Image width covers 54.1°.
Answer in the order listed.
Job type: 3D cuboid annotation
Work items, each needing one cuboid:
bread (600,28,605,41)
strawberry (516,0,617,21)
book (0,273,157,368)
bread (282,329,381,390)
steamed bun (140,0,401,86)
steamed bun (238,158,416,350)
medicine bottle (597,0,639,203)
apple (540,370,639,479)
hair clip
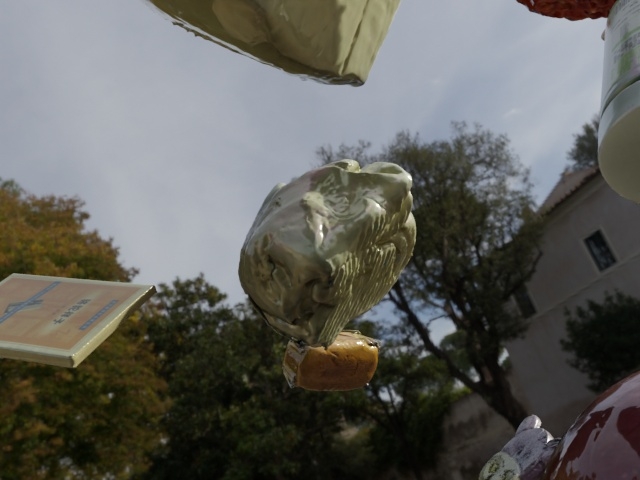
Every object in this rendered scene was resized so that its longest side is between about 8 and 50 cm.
[{"bbox_3d":[0.496,-0.305,0.885,0.081,0.134,0.225,-31,-14,-16],"label":"bread"},{"bbox_3d":[0.372,-0.401,0.691,0.291,0.292,0.310,-3,12,-33],"label":"strawberry"},{"bbox_3d":[-0.353,0.092,0.786,0.241,0.018,0.170,2,26,19],"label":"book"},{"bbox_3d":[0.030,0.300,1.559,0.241,0.107,0.136,7,-76,-35],"label":"bread"},{"bbox_3d":[-0.055,-0.387,0.670,0.456,0.289,0.372,0,-66,-67],"label":"steamed bun"},{"bbox_3d":[0.000,0.000,0.952,0.280,0.207,0.268,-42,-28,-23],"label":"steamed bun"},{"bbox_3d":[0.242,-0.112,0.438,0.086,0.183,0.086,14,-43,14],"label":"medicine bottle"},{"bbox_3d":[0.294,0.216,0.409,0.305,0.306,0.235,-6,-50,-28],"label":"apple"},{"bbox_3d":[0.271,0.315,0.873,0.146,0.056,0.187,-45,-16,1],"label":"hair clip"}]
